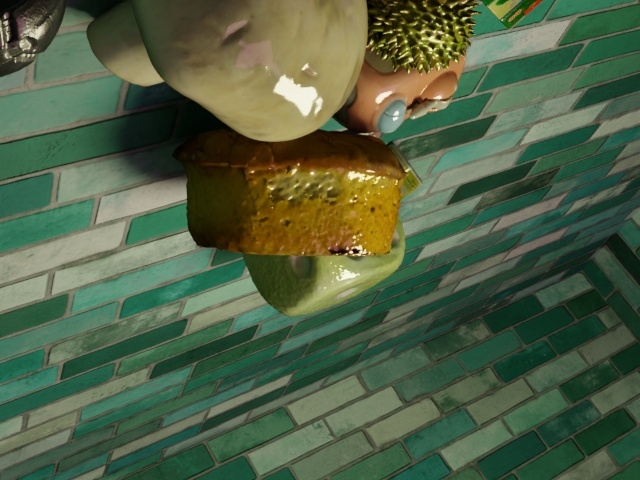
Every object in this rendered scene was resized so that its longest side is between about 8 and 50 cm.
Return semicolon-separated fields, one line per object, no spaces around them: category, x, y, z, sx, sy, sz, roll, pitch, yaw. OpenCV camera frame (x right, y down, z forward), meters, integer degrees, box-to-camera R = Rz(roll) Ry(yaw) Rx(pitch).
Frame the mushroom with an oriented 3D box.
mushroom;-0.101;-0.275;1.151;0.353;0.325;0.353;-43;176;-4

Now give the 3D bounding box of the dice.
dice;0.000;0.000;1.892;0.252;0.249;0.254;-14;164;-44

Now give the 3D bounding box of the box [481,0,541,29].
box;0.366;-0.488;1.744;0.132;0.034;0.235;-42;157;17

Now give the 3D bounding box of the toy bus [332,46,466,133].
toy bus;0.106;-0.292;1.538;0.288;0.232;0.194;-25;159;-25

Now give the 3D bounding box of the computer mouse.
computer mouse;-0.394;-0.252;1.143;0.192;0.062;0.106;-35;158;-2

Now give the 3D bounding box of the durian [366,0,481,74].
durian;0.123;-0.390;1.339;0.225;0.291;0.291;-42;160;-12

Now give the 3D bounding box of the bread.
bread;-0.056;-0.086;1.557;0.398;0.215;0.398;2;-176;0

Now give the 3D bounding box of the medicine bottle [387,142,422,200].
medicine bottle;0.126;-0.120;2.094;0.188;0.088;0.132;-37;158;7

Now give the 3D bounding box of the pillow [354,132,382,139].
pillow;0.055;-0.185;1.923;0.185;0.043;0.118;-23;159;-24
